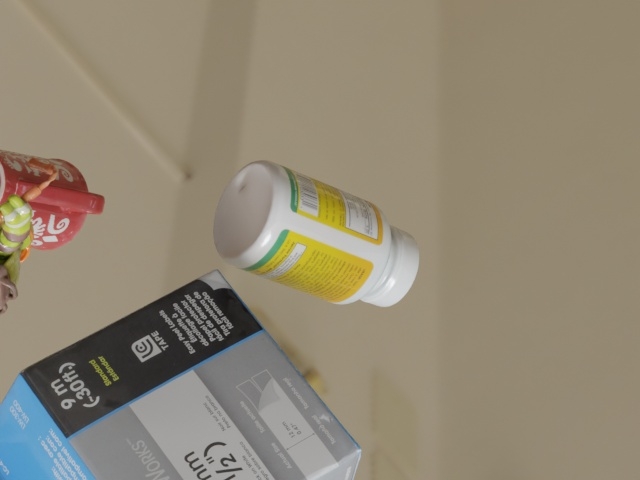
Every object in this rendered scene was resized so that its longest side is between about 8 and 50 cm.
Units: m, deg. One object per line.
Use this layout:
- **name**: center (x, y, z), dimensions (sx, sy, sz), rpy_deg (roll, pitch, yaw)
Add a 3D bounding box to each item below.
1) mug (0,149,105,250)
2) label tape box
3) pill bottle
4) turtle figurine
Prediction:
- **mug**: center (-0.349, -0.062, 2.340), dimensions (0.150, 0.169, 0.113), rpy_deg (-25, -107, 20)
- **label tape box**: center (-0.173, 0.214, 1.906), dimensions (0.348, 0.115, 0.249), rpy_deg (-27, -116, -26)
- **pill bottle**: center (0.000, 0.000, 2.107), dimensions (0.117, 0.208, 0.117), rpy_deg (-29, -129, 43)
- **turtle figurine**: center (-0.333, 0.044, 1.855), dimensions (0.269, 0.087, 0.217), rpy_deg (-30, -163, 52)
